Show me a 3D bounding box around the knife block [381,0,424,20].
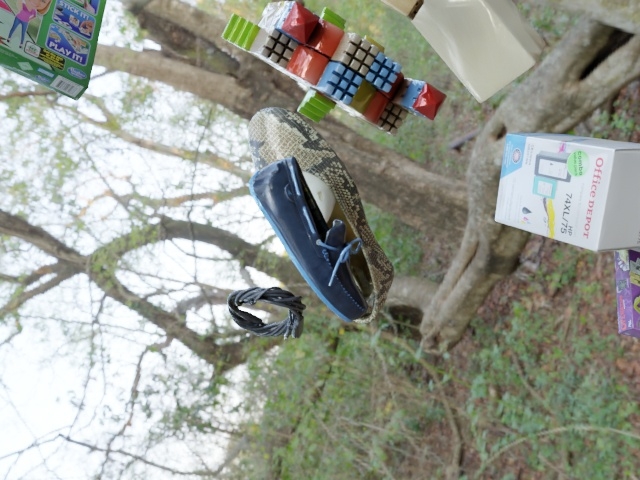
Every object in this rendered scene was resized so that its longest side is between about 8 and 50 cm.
[{"bbox_3d":[-0.019,-0.376,0.748,0.088,0.242,0.276,-51,-52,-70],"label":"knife block"}]

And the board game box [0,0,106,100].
[{"bbox_3d":[-0.453,-0.350,0.851,0.046,0.317,0.214,-25,54,41],"label":"board game box"}]

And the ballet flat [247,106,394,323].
[{"bbox_3d":[0.010,-0.017,1.179,0.483,0.164,0.182,57,-150,-35],"label":"ballet flat"}]

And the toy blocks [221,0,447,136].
[{"bbox_3d":[0.038,-0.291,1.089,0.191,0.381,0.261,-60,24,8],"label":"toy blocks"}]

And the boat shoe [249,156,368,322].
[{"bbox_3d":[0.000,0.000,0.898,0.089,0.258,0.109,-33,14,11],"label":"boat shoe"}]

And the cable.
[{"bbox_3d":[-0.103,0.128,1.188,0.184,0.150,0.047,92,-166,-58],"label":"cable"}]

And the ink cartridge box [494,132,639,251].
[{"bbox_3d":[0.536,-0.109,1.301,0.270,0.197,0.198,26,116,57],"label":"ink cartridge box"}]

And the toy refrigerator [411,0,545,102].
[{"bbox_3d":[0.194,-0.343,0.909,0.102,0.269,0.094,-35,13,43],"label":"toy refrigerator"}]

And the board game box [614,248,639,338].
[{"bbox_3d":[0.784,0.130,1.335,0.056,0.346,0.208,125,157,-59],"label":"board game box"}]
